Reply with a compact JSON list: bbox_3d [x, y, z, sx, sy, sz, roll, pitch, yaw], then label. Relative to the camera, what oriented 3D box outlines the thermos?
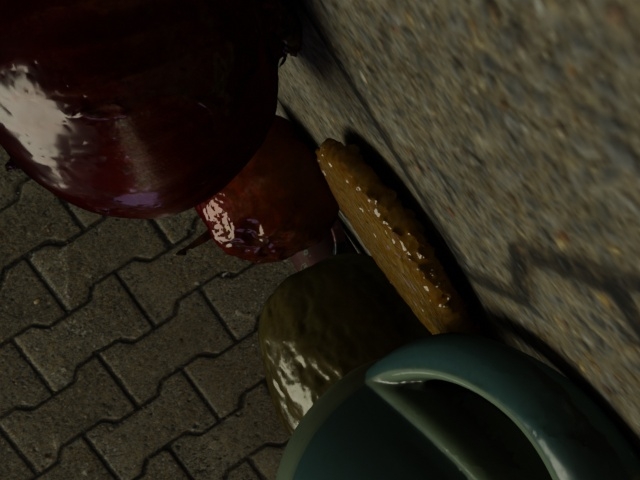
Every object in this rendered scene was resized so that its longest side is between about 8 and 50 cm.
[{"bbox_3d":[-0.007,0.005,1.266,0.330,0.109,0.136,58,178,29],"label":"thermos"}]

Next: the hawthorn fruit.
[{"bbox_3d":[-0.102,-0.048,1.019,0.207,0.243,0.207,54,175,7],"label":"hawthorn fruit"}]

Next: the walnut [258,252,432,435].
[{"bbox_3d":[0.044,0.154,0.902,0.227,0.283,0.283,5,-135,-56],"label":"walnut"}]

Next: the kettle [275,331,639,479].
[{"bbox_3d":[0.133,0.225,0.552,0.342,0.247,0.319,23,126,61],"label":"kettle"}]

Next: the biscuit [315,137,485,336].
[{"bbox_3d":[0.075,0.005,0.697,0.254,0.035,0.254,55,177,4],"label":"biscuit"}]

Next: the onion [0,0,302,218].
[{"bbox_3d":[-0.140,-0.156,0.568,0.276,0.276,0.276,56,177,4],"label":"onion"}]
